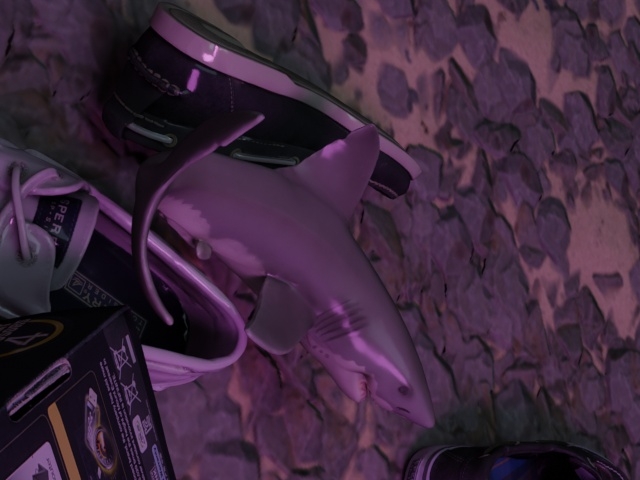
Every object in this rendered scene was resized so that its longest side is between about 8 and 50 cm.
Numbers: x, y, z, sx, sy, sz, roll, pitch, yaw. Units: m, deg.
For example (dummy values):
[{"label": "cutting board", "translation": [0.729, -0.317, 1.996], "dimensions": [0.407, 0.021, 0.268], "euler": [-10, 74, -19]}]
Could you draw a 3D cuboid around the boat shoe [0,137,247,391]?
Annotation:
[{"label": "boat shoe", "translation": [-0.138, -0.006, 0.650], "dimensions": [0.258, 0.084, 0.095], "euler": [31, 60, -39]}]

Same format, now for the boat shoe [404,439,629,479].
[{"label": "boat shoe", "translation": [0.155, 0.168, 0.929], "dimensions": [0.228, 0.076, 0.080], "euler": [17, 69, -43]}]

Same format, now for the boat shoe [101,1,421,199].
[{"label": "boat shoe", "translation": [-0.028, -0.062, 0.803], "dimensions": [0.233, 0.084, 0.079], "euler": [20, 103, -50]}]

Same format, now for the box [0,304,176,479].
[{"label": "box", "translation": [-0.107, 0.254, 0.482], "dimensions": [0.318, 0.097, 0.395], "euler": [-53, 131, -72]}]

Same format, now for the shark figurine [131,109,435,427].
[{"label": "shark figurine", "translation": [-0.019, -0.020, 0.682], "dimensions": [0.166, 0.116, 0.278], "euler": [53, 7, 34]}]
